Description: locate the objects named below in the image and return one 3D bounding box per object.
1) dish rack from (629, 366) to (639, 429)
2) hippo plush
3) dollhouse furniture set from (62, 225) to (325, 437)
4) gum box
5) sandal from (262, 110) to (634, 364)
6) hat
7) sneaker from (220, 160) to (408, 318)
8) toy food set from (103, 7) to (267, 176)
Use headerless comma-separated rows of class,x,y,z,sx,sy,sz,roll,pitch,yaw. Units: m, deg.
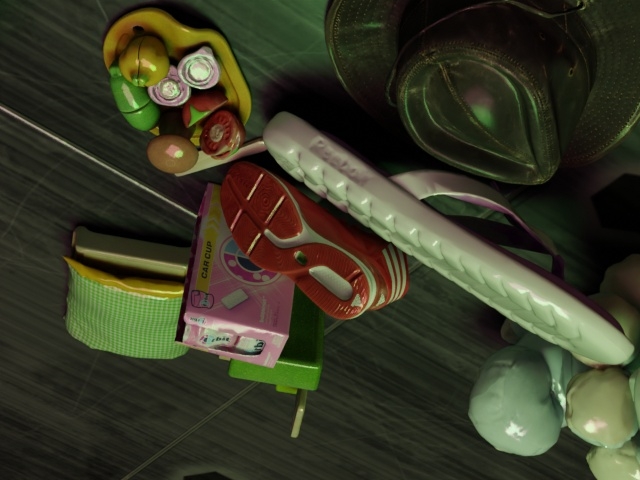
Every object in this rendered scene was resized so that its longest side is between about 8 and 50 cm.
dish rack,0.432,0.167,1.453,0.072,0.333,0.286,9,125,49
hippo plush,0.285,0.127,1.545,0.236,0.294,0.234,0,115,43
dollhouse furniture set,-0.154,0.117,1.596,0.301,0.151,0.198,10,139,-3
gum box,-0.084,0.038,1.470,0.107,0.188,0.062,14,138,-9
sandal,0.131,-0.023,1.353,0.416,0.102,0.169,32,175,8
hat,0.162,-0.137,1.283,0.331,0.134,0.331,3,138,3
sneaker,0.000,0.000,1.459,0.128,0.221,0.087,-2,133,-54
toy food set,-0.135,-0.124,1.381,0.128,0.071,0.218,-9,137,17
